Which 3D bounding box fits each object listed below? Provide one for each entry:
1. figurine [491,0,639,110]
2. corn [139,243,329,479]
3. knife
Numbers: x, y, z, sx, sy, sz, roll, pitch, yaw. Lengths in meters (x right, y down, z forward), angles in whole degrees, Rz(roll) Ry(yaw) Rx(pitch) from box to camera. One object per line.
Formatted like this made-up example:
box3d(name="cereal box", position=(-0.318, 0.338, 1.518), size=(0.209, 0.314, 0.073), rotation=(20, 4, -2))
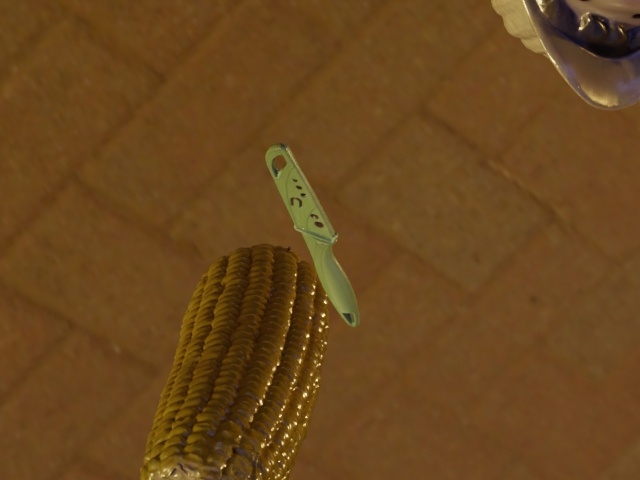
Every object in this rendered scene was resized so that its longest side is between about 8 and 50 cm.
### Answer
box3d(name="figurine", position=(0.279, -0.284, 1.693), size=(0.185, 0.204, 0.332), rotation=(15, 133, -20))
box3d(name="corn", position=(-0.068, 0.125, 1.597), size=(0.131, 0.344, 0.131), rotation=(4, 122, 7))
box3d(name="knife", position=(0.000, 0.000, 1.355), size=(0.014, 0.030, 0.207), rotation=(-67, 150, -31))
